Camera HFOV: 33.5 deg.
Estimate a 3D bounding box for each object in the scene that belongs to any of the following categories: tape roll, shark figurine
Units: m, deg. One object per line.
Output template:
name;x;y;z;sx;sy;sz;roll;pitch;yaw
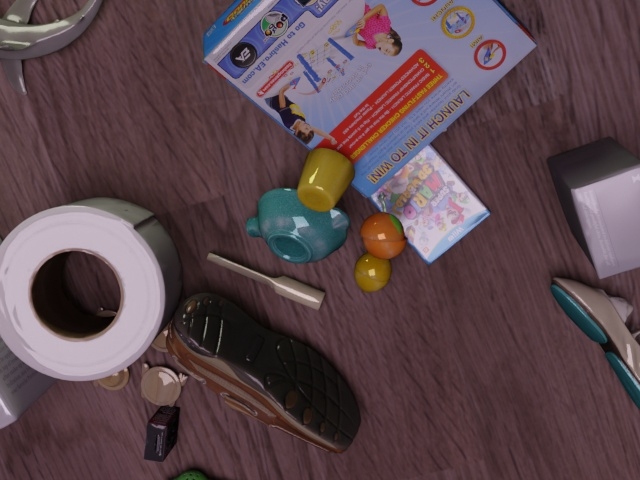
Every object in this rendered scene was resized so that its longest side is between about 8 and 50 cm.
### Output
tape roll;-0.329;0.064;1.519;0.246;0.169;0.246;0;97;2
shark figurine;-0.400;-0.298;1.492;0.278;0.116;0.166;-15;102;13

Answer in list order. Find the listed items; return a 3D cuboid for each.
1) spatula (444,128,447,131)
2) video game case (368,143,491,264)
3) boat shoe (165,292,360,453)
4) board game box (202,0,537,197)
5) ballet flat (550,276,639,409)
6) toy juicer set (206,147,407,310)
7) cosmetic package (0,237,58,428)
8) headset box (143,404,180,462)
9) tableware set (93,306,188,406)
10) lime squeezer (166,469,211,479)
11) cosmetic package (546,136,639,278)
spatula;0.069;-0.252;1.475;0.168;0.019;0.242;-10;102;18
video game case;0.145;-0.063;1.520;0.119;0.015;0.166;-41;95;15
boat shoe;-0.089;0.203;1.578;0.324;0.122;0.120;38;138;-5
board game box;0.061;-0.257;1.361;0.308;0.086;0.302;-42;119;18
ballet flat;0.422;0.132;1.504;0.086;0.086;0.248;-35;98;14
toy juicer set;0.000;0.000;1.500;0.209;0.089;0.329;34;145;-15
cosmetic package;-0.570;0.057;1.540;0.161;0.230;0.453;-26;98;13
headset box;-0.244;0.296;1.627;0.032;0.083;0.062;9;104;6
tableware set;-0.283;0.179;1.638;0.168;0.020;0.141;10;105;6
lime squeezer;-0.220;0.421;1.679;0.310;0.059;0.110;-27;128;12
cosmetic package;0.370;-0.048;1.376;0.107;0.238;0.127;-19;100;12
